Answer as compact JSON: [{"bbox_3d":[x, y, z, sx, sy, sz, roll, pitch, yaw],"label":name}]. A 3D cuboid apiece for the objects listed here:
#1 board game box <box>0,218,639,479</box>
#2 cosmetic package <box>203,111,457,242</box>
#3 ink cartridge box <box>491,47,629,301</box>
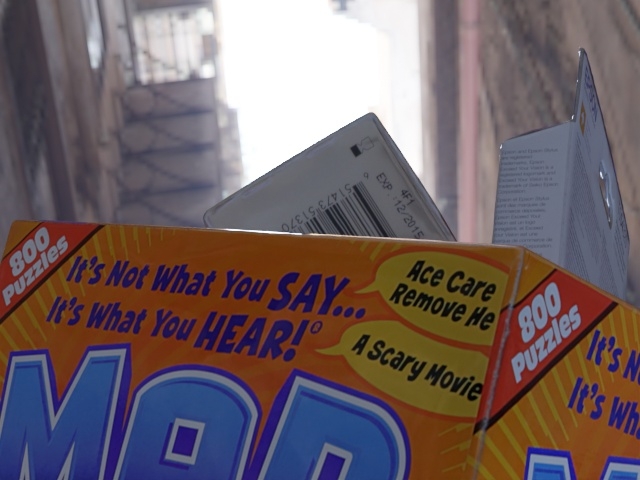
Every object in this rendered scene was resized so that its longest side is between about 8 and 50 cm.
[{"bbox_3d":[0.025,0.214,0.826,0.356,0.356,0.356,3,165,42],"label":"board game box"},{"bbox_3d":[0.000,0.000,1.211,0.153,0.129,0.296,-33,-179,-3],"label":"cosmetic package"},{"bbox_3d":[0.202,0.065,1.272,0.071,0.324,0.330,-1,-121,18],"label":"ink cartridge box"}]
